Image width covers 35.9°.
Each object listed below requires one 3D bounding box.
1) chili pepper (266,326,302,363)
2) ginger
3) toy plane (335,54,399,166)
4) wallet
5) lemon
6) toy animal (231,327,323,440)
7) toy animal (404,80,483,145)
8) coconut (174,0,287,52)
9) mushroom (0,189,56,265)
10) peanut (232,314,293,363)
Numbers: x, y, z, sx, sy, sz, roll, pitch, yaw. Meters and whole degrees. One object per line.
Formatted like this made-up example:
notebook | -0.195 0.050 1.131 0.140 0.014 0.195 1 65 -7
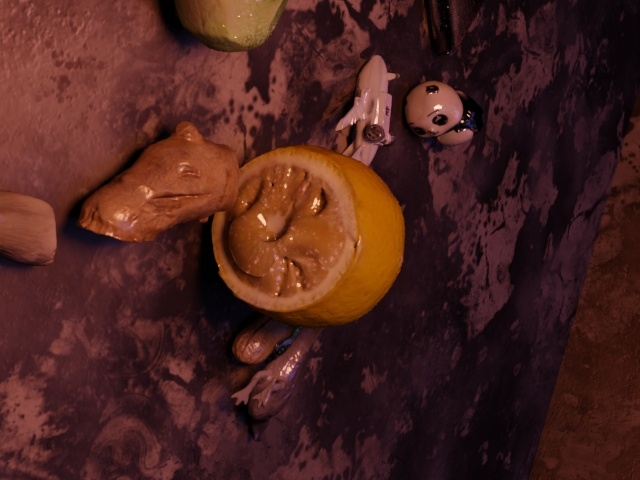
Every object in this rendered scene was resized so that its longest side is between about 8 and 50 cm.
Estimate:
chili pepper | -0.048 0.189 2.116 0.052 0.050 0.202 51 54 -6
ginger | -0.260 -0.082 1.643 0.354 0.126 0.189 -37 136 -45
toy plane | 0.112 -0.271 2.128 0.251 0.101 0.255 7 96 -68
wallet | 0.325 -0.597 2.350 0.262 0.071 0.220 -56 141 -38
lemon | 0.000 0.000 1.856 0.364 0.364 0.364 -24 121 -49
toy animal | -0.093 0.281 1.978 0.367 0.081 0.206 -64 162 19
toy animal | 0.274 -0.294 2.320 0.179 0.166 0.138 10 65 -45
coconut | -0.145 -0.434 1.613 0.236 0.205 0.235 -18 122 -30
mushroom | -0.462 -0.024 1.405 0.247 0.108 0.096 13 50 -58
peanut | -0.115 0.196 1.997 0.174 0.080 0.080 -35 128 -48
